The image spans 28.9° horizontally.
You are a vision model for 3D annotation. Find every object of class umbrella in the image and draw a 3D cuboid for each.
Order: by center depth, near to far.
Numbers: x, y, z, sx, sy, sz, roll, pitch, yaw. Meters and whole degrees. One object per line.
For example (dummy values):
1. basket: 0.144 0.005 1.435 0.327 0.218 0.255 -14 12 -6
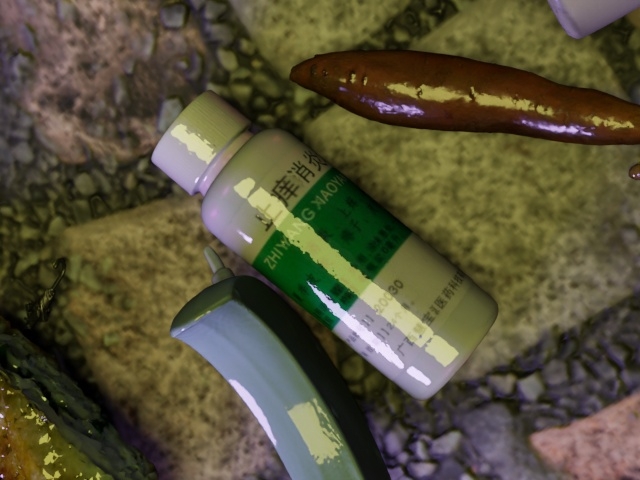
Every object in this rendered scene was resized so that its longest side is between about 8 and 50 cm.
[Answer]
1. umbrella: -0.235 0.078 0.983 0.022 0.022 0.149 46 112 46

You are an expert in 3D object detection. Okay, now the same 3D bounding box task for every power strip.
1. power strip: -0.022 0.115 0.864 0.054 0.167 0.253 -32 89 9

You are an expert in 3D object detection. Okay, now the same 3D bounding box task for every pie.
1. pie: -0.273 0.223 0.953 0.355 0.103 0.288 45 105 16

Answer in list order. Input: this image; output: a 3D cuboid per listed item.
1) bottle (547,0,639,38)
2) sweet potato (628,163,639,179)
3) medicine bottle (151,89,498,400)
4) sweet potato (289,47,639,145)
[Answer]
1. bottle: 0.241 -0.235 0.766 0.253 0.120 0.120 -29 93 15
2. sweet potato: 0.348 -0.046 0.807 0.281 0.059 0.067 -12 89 13
3. medicine bottle: 0.000 0.000 0.876 0.260 0.095 0.095 38 106 4
4. sweet potato: 0.105 -0.099 0.854 0.265 0.057 0.057 8 102 11
